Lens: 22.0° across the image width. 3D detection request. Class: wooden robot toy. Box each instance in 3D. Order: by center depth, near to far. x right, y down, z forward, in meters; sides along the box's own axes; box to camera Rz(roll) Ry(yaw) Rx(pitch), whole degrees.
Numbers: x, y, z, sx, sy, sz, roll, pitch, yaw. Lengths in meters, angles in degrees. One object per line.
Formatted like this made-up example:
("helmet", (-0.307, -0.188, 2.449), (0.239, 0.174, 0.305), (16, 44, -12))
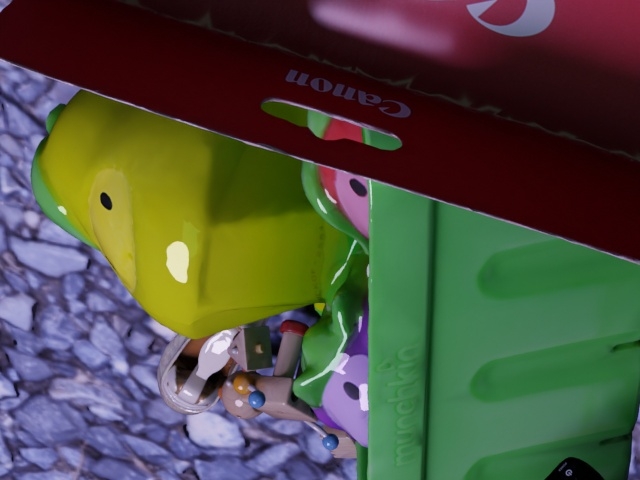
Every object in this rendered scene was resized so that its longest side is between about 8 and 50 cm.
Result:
("wooden robot toy", (-0.033, 0.104, 1.188), (0.079, 0.076, 0.173), (-5, 153, 35))

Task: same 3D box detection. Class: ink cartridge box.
("ink cartridge box", (0.044, -0.150, 0.714), (0.309, 0.272, 0.130), (17, 129, 6))

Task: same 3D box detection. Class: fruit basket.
("fruit basket", (0.000, 0.000, 0.978), (0.392, 0.283, 0.392), (-2, 132, -2))

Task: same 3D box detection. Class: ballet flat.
("ballet flat", (-0.088, 0.089, 1.214), (0.057, 0.052, 0.168), (27, 134, -4))

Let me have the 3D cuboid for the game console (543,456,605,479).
("game console", (0.222, 0.143, 0.983), (0.044, 0.361, 0.213), (41, 174, 37))
